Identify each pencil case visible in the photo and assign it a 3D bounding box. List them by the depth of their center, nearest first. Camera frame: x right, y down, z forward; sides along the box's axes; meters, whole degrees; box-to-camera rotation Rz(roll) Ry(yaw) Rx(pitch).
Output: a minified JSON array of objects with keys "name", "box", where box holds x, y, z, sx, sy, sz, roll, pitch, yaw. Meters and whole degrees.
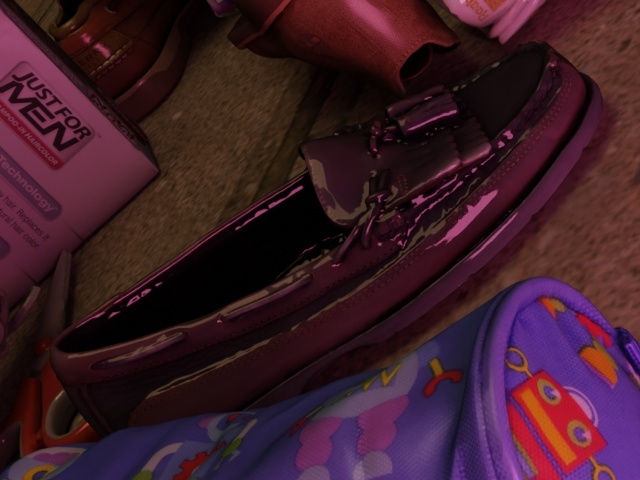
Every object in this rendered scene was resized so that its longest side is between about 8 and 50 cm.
[{"name":"pencil case","box":[-0.008,0.107,0.588,0.306,0.119,0.133,-23,20,39]}]

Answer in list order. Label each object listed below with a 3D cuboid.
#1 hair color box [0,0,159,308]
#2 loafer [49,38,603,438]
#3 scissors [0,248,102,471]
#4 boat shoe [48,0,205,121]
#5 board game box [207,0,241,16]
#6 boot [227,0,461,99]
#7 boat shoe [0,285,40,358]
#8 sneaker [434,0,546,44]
[{"name":"hair color box","box":[-0.323,-0.006,1.190,0.374,0.185,0.113,-42,23,4]},{"name":"loafer","box":[0.000,0.000,0.779,0.302,0.095,0.109,-41,24,6]},{"name":"scissors","box":[-0.184,0.085,1.023,0.109,0.021,0.297,-44,25,3]},{"name":"boat shoe","box":[-0.169,-0.215,1.395,0.110,0.104,0.307,-37,24,15]},{"name":"board game box","box":[0.021,-0.294,1.126,0.275,0.142,0.144,-33,-1,24]},{"name":"boot","box":[0.016,-0.134,0.996,0.112,0.115,0.305,-50,5,5]},{"name":"boat shoe","box":[-0.245,0.048,1.024,0.113,0.105,0.306,-41,51,30]},{"name":"sneaker","box":[0.142,-0.175,0.850,0.169,0.108,0.292,-49,14,-8]}]
